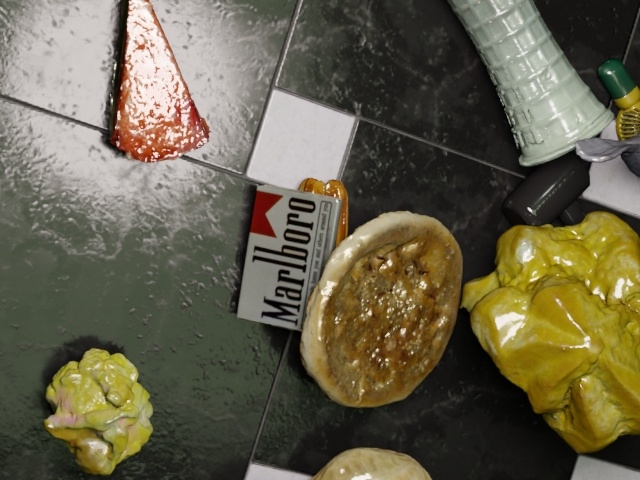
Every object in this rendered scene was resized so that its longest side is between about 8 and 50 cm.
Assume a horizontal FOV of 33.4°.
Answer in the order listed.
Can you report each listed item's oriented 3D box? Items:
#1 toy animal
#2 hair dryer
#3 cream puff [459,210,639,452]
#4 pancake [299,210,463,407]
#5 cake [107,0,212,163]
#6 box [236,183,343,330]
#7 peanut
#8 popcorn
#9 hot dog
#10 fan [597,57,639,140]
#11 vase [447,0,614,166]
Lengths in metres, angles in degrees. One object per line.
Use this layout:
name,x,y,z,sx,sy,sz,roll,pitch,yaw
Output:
toy animal,0.463,-0.140,1.451,0.367,0.081,0.205,26,85,-52
hair dryer,0.363,-0.002,1.525,0.114,0.070,0.248,-44,114,-10
cream puff,0.365,0.118,1.394,0.274,0.270,0.323,-44,118,1
pancake,0.089,0.090,1.398,0.282,0.049,0.282,-12,111,-36
cake,-0.232,-0.198,1.299,0.117,0.086,0.220,-28,103,-15
box,-0.040,0.024,1.374,0.115,0.036,0.177,12,97,18
peanut,0.010,0.350,1.406,0.298,0.120,0.136,-13,103,-16
popcorn,-0.272,0.208,1.312,0.126,0.126,0.145,6,111,7
hot dog,0.000,0.000,1.411,0.071,0.045,0.165,1,95,-19
fan,0.450,-0.194,1.538,0.082,0.039,0.155,-41,104,-10
vase,0.259,-0.260,1.425,0.143,0.143,0.299,-34,101,-12
